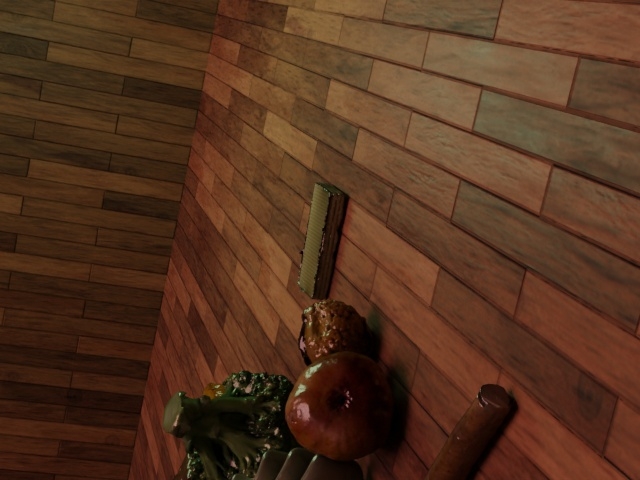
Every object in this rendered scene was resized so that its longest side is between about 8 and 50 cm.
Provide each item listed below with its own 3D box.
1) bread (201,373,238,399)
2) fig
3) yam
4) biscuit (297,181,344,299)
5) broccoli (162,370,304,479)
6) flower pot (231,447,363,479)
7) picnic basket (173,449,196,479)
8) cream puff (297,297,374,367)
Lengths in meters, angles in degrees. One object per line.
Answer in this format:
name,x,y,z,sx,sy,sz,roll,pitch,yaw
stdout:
bread,-0.188,0.391,2.341,0.236,0.120,0.198,-120,40,-66
fig,0.018,0.256,1.685,0.257,0.159,0.159,130,146,-72
yam,0.162,0.269,1.366,0.046,0.046,0.264,-99,24,-46
biscuit,0.000,0.000,2.063,0.121,0.040,0.199,-143,62,-69
broccoli,-0.155,0.348,2.000,0.270,0.270,0.270,-33,44,39
flower pot,-0.059,0.469,1.739,0.367,0.164,0.254,-42,39,35
picnic basket,-0.255,0.547,2.450,0.128,0.138,0.178,-100,25,-51
cream puff,0.028,0.155,1.761,0.104,0.119,0.133,-13,83,48
